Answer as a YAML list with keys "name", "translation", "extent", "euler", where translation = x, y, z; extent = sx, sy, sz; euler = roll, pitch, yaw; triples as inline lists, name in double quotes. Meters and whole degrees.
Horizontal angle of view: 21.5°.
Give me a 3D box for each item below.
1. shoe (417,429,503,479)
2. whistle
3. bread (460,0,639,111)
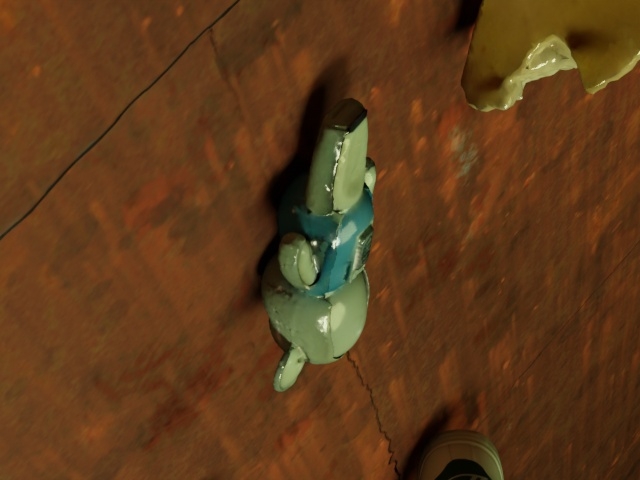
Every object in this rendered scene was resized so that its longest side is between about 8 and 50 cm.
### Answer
- name: "shoe"
  translation: [0.152, 0.399, 1.833]
  extent: [0.160, 0.132, 0.363]
  euler: [-78, 169, -77]
- name: "whistle"
  translation: [0.000, 0.000, 1.141]
  extent: [0.114, 0.077, 0.235]
  euler: [-48, 156, -39]
- name: "bread"
  translation: [0.232, -0.163, 1.160]
  extent: [0.183, 0.211, 0.224]
  euler: [-25, 142, -64]
